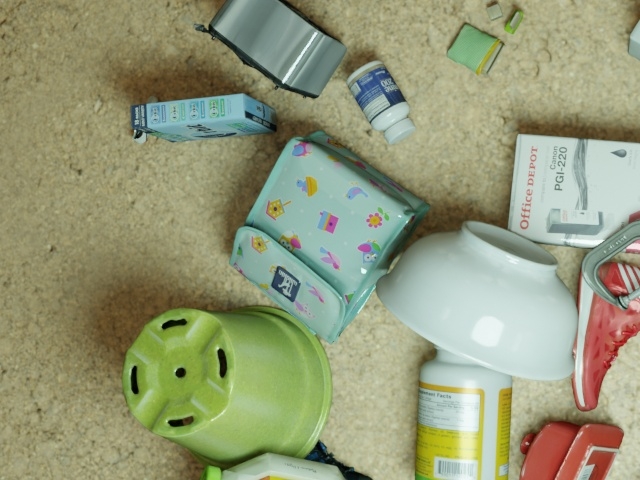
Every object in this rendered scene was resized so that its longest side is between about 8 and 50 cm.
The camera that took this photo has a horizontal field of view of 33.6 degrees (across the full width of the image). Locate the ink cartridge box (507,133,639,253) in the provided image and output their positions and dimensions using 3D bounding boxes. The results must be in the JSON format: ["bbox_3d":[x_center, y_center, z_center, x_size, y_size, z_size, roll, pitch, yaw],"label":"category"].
[{"bbox_3d":[0.387,-0.067,1.536,0.217,0.092,0.159,6,90,17],"label":"ink cartridge box"}]

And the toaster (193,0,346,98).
[{"bbox_3d":[-0.069,-0.308,1.620,0.168,0.185,0.110,39,103,14],"label":"toaster"}]

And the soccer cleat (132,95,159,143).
[{"bbox_3d":[-0.290,-0.200,1.752,0.029,0.035,0.083,22,94,15],"label":"soccer cleat"}]

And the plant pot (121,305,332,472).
[{"bbox_3d":[-0.152,0.209,1.560,0.276,0.254,0.276,-6,74,19],"label":"plant pot"}]

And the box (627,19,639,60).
[{"bbox_3d":[0.500,-0.299,1.506,0.087,0.101,0.102,32,95,14],"label":"box"}]

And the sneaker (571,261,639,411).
[{"bbox_3d":[0.430,0.140,1.521,0.128,0.087,0.221,3,90,17],"label":"sneaker"}]

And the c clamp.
[{"bbox_3d":[0.445,0.045,1.459,0.160,0.022,0.137,-35,90,37],"label":"c clamp"}]

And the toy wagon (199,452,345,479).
[{"bbox_3d":[-0.078,0.466,1.590,0.267,0.068,0.345,15,117,-14],"label":"toy wagon"}]

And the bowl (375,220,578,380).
[{"bbox_3d":[0.235,0.061,1.458,0.297,0.298,0.134,25,106,15],"label":"bowl"}]

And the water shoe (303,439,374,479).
[{"bbox_3d":[-0.011,0.343,1.641,0.203,0.073,0.080,9,88,15],"label":"water shoe"}]

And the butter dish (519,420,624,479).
[{"bbox_3d":[0.341,0.318,1.524,0.118,0.159,0.160,28,96,38],"label":"butter dish"}]

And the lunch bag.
[{"bbox_3d":[0.000,0.000,1.608,0.223,0.160,0.262,36,109,10],"label":"lunch bag"}]

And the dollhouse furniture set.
[{"bbox_3d":[0.254,-0.328,1.596,0.076,0.058,0.152,31,96,14],"label":"dollhouse furniture set"}]

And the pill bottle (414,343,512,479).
[{"bbox_3d":[0.211,0.247,1.550,0.136,0.136,0.246,3,89,15],"label":"pill bottle"}]

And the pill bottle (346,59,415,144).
[{"bbox_3d":[0.096,-0.211,1.631,0.067,0.067,0.120,-32,81,12],"label":"pill bottle"}]

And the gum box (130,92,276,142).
[{"bbox_3d":[-0.180,-0.190,1.659,0.184,0.157,0.041,-5,87,16],"label":"gum box"}]
